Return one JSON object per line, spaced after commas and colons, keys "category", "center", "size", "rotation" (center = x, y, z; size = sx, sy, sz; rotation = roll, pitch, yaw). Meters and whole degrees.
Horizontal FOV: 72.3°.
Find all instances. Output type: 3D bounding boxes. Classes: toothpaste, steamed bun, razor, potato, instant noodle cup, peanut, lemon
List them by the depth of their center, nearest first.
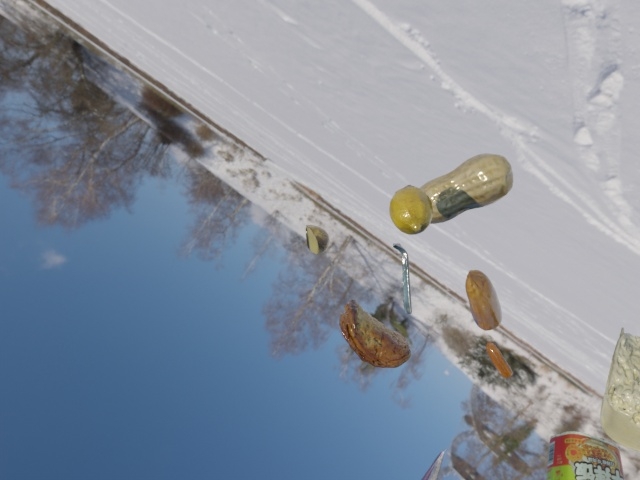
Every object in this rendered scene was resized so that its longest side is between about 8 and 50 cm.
{"category": "lemon", "center": [0.174, -0.055, 0.838], "size": [0.082, 0.082, 0.111], "rotation": [32, -139, -33]}
{"category": "peanut", "center": [0.323, -0.114, 1.023], "size": [0.123, 0.256, 0.124], "rotation": [29, -132, -38]}
{"category": "razor", "center": [0.225, 0.100, 1.163], "size": [0.033, 0.190, 0.066], "rotation": [-9, 175, 24]}
{"category": "steamed bun", "center": [0.922, 0.429, 1.178], "size": [0.272, 0.290, 0.274], "rotation": [19, 135, 40]}
{"category": "toothpaste", "center": [0.336, 0.812, 1.415], "size": [0.073, 0.299, 0.114], "rotation": [25, 157, 24]}
{"category": "potato", "center": [0.000, 0.000, 1.431], "size": [0.103, 0.066, 0.096], "rotation": [-137, 34, -59]}
{"category": "instant noodle cup", "center": [0.939, 0.874, 1.555], "size": [0.293, 0.308, 0.294], "rotation": [14, 145, 10]}

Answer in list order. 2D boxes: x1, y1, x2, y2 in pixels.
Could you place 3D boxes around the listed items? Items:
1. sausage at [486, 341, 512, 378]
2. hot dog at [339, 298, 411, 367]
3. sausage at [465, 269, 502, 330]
{"category": "sausage", "center": [0.773, 0.523, 1.896], "size": [0.054, 0.062, 0.183], "rotation": [-30, -91, -39]}
{"category": "hot dog", "center": [0.164, 0.312, 1.401], "size": [0.259, 0.114, 0.175], "rotation": [39, -165, -9]}
{"category": "sausage", "center": [0.626, 0.231, 1.688], "size": [0.115, 0.134, 0.354], "rotation": [10, 153, 35]}
